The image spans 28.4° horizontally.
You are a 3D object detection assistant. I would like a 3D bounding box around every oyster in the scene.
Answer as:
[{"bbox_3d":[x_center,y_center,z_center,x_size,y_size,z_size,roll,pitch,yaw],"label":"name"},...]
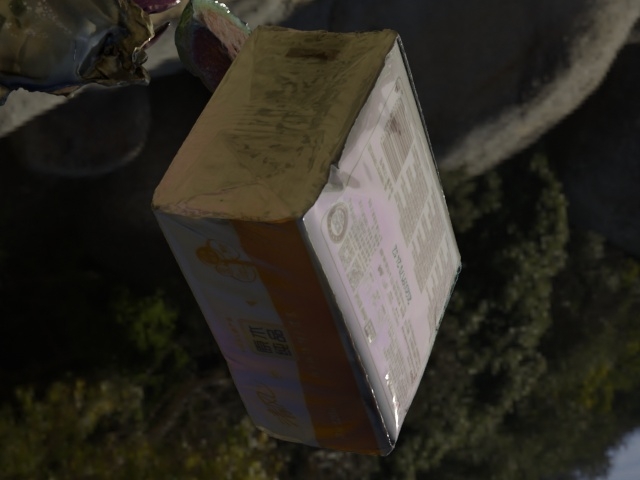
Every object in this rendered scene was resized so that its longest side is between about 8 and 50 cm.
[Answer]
[{"bbox_3d":[-0.169,-0.121,0.662,0.108,0.165,0.053,-52,170,-19],"label":"oyster"}]

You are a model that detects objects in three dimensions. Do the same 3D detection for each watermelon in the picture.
[{"bbox_3d":[-0.092,-0.172,1.319,0.071,0.139,0.187,-37,154,16],"label":"watermelon"}]

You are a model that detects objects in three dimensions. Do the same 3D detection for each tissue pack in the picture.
[{"bbox_3d":[0.000,0.000,0.852,0.124,0.225,0.185,6,-132,26],"label":"tissue pack"}]

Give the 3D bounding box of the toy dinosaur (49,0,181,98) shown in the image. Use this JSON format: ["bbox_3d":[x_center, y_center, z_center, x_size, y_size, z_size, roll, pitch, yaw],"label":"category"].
[{"bbox_3d":[-0.257,-0.297,1.504,0.206,0.113,0.327,-6,146,-52],"label":"toy dinosaur"}]
